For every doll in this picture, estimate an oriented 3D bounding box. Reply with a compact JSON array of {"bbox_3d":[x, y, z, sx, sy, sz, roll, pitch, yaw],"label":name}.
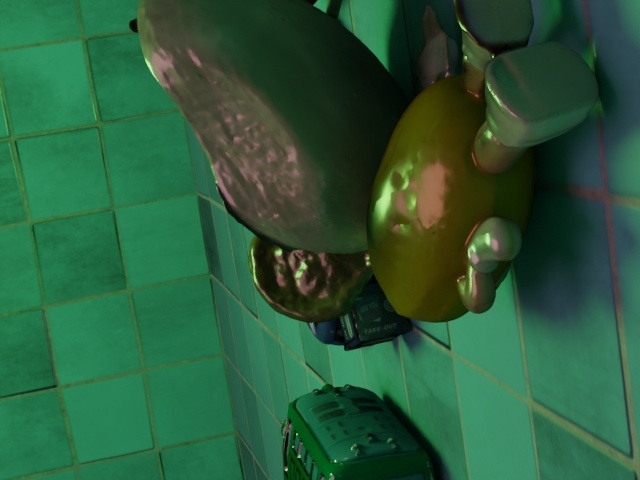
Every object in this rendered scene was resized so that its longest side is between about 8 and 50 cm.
[{"bbox_3d":[0.138,-0.096,1.256,0.423,0.161,0.348,153,118,-78],"label":"doll"}]

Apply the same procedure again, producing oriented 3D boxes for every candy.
[{"bbox_3d":[-0.015,-0.163,1.515,0.386,0.186,0.427,56,-159,10],"label":"candy"}]

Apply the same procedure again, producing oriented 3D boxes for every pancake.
[{"bbox_3d":[-0.001,0.000,1.799,0.222,0.236,0.042,63,-162,17],"label":"pancake"}]

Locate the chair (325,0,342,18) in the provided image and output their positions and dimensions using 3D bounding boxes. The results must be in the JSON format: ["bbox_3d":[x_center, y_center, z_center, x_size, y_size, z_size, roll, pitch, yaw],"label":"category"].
[{"bbox_3d":[-0.022,-0.457,1.593,0.203,0.190,0.275,112,174,-67],"label":"chair"}]

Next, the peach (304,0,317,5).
[{"bbox_3d":[-0.093,-0.436,1.842,0.257,0.232,0.232,102,154,-57],"label":"peach"}]

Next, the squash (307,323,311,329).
[{"bbox_3d":[0.020,0.130,2.157,0.080,0.071,0.318,-64,11,0],"label":"squash"}]

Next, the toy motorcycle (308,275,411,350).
[{"bbox_3d":[0.026,-0.008,1.915,0.212,0.125,0.359,135,121,-64],"label":"toy motorcycle"}]

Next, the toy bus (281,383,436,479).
[{"bbox_3d":[0.052,0.350,1.931,0.343,0.183,0.199,-139,43,-69],"label":"toy bus"}]
